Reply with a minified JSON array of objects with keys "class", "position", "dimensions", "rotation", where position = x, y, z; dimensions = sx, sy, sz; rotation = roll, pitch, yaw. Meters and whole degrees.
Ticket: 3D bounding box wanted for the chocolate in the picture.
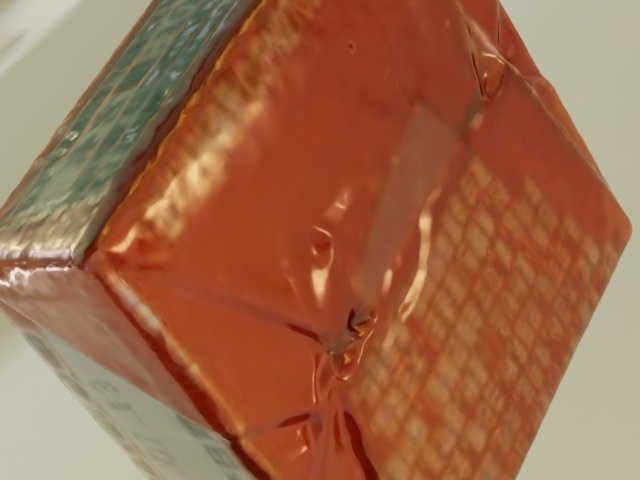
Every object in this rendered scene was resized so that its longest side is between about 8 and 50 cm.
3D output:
[{"class":"chocolate","position":[0.000,0.000,0.787],"dimensions":[0.108,0.235,0.237],"rotation":[1,-132,42]}]
